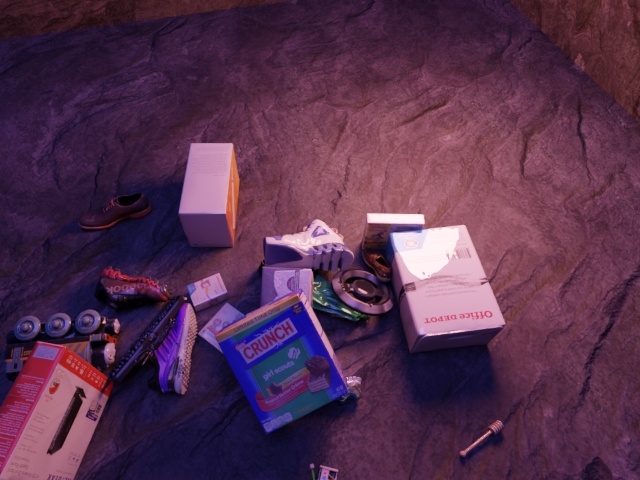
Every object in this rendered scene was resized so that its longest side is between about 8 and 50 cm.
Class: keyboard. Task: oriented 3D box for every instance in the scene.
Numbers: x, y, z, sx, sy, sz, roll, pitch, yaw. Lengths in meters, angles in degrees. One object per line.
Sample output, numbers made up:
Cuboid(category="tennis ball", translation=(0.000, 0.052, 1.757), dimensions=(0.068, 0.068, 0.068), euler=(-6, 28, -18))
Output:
Cuboid(category="keyboard", translation=(-0.536, 0.301, 1.365), dimensions=(0.033, 0.201, 0.317), euler=(48, 57, -24))

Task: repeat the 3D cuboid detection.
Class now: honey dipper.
Cuboid(category="honey dipper", translation=(0.476, 0.590, 1.282), dimensions=(0.160, 0.031, 0.030), euler=(-28, 61, -18))

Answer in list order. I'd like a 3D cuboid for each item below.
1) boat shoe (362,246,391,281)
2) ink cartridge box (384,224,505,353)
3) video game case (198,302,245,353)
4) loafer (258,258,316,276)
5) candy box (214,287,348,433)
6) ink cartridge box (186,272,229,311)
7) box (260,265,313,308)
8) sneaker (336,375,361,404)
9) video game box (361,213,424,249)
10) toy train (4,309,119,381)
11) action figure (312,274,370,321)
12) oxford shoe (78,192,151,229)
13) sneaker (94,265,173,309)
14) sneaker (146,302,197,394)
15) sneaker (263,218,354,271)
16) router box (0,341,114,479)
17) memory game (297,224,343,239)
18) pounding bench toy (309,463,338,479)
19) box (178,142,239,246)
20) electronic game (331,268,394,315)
Cuboid(category="boat shoe", translation=(0.211, 0.076, 1.581), dimensions=(0.064, 0.060, 0.178), euler=(-2, 35, -24))
Cuboid(category="ink cartridge box", translation=(0.405, 0.162, 1.487), dimensions=(0.285, 0.166, 0.395), euler=(-6, 55, -5))
Cuboid(category="video game case", translation=(-0.304, 0.304, 1.454), dimensions=(0.157, 0.019, 0.143), euler=(31, 60, 18))
Cuboid(category="loafer", translation=(-0.117, 0.093, 1.567), dimensions=(0.219, 0.078, 0.080), euler=(-6, 56, -7))
Cuboid(category="candy box", translation=(-0.106, 0.341, 1.253), dimensions=(0.268, 0.122, 0.318), euler=(-27, 91, 1))
Cuboid(category="ink cartridge box", translation=(-0.392, 0.180, 1.515), dimensions=(0.122, 0.052, 0.089), euler=(-22, 59, -18))
Cuboid(category="box", translation=(-0.108, 0.212, 1.393), dimensions=(0.163, 0.142, 0.248), euler=(3, 84, 0))
Cuboid(category="sneaker", translation=(0.051, 0.467, 1.333), dimensions=(0.166, 0.065, 0.076), euler=(-7, 60, -5))
Cuboid(category="video game box", translation=(0.263, -0.028, 1.599), dimensions=(0.204, 0.187, 0.048), euler=(1, 56, -1))
Cuboid(category="toy train", translation=(-0.805, 0.331, 1.357), dimensions=(0.333, 0.142, 0.191), euler=(-5, 68, -8))
Cuboid(category="action figure", translation=(0.064, 0.220, 1.498), dimensions=(0.232, 0.064, 0.137), euler=(23, 57, 10))
Cuboid(category="oxford shoe", translation=(-0.805, -0.124, 1.677), dimensions=(0.271, 0.098, 0.097), euler=(-21, 59, -16))
Cuboid(category="sneaker", translation=(-0.645, 0.183, 1.477), dimensions=(0.275, 0.098, 0.135), euler=(12, 56, 9))
Cuboid(category="sneaker", translation=(-0.484, 0.334, 1.377), dimensions=(0.145, 0.102, 0.294), euler=(0, 56, -1))
Cuboid(category="sneaker", translation=(-0.052, 0.016, 1.542), dimensions=(0.315, 0.128, 0.182), euler=(4, 36, -15))
Cuboid(category="router box", translation=(-0.701, 0.471, 1.138), dimensions=(0.082, 0.336, 0.302), euler=(9, 57, 4))
Cuboid(category="memory game", translation=(0.000, 0.000, 1.655), dimensions=(0.185, 0.012, 0.186), euler=(5, 45, -5))
Cuboid(category="pounding bench toy", translation=(0.002, 0.664, 1.201), dimensions=(0.083, 0.052, 0.065), euler=(12, 57, 6))
Cuboid(category="box", translation=(-0.415, -0.174, 1.656), dimensions=(0.168, 0.215, 0.346), euler=(-1, 56, -3))
Cuboid(category="electronic game", translation=(0.147, 0.175, 1.499), dimensions=(0.229, 0.048, 0.229), euler=(14, 32, -9))
